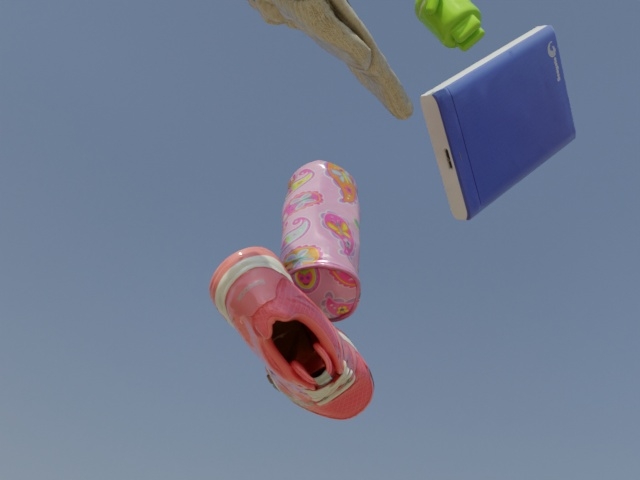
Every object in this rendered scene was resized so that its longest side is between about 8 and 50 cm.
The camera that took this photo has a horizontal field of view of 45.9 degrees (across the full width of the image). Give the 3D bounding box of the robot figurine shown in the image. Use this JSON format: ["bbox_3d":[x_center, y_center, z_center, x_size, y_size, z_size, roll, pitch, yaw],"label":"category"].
[{"bbox_3d":[0.178,-0.316,1.056,0.067,0.115,0.101,-41,-27,10],"label":"robot figurine"}]

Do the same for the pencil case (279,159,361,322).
[{"bbox_3d":[0.000,0.000,1.109,0.124,0.284,0.124,0,-52,0],"label":"pencil case"}]

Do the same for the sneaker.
[{"bbox_3d":[-0.017,0.148,0.903,0.116,0.136,0.314,-40,-52,-2],"label":"sneaker"}]

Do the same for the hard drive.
[{"bbox_3d":[0.302,-0.199,1.239,0.040,0.319,0.210,7,-56,50],"label":"hard drive"}]

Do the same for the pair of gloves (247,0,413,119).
[{"bbox_3d":[-0.034,-0.198,0.591,0.042,0.240,0.204,-44,-29,4],"label":"pair of gloves"}]
